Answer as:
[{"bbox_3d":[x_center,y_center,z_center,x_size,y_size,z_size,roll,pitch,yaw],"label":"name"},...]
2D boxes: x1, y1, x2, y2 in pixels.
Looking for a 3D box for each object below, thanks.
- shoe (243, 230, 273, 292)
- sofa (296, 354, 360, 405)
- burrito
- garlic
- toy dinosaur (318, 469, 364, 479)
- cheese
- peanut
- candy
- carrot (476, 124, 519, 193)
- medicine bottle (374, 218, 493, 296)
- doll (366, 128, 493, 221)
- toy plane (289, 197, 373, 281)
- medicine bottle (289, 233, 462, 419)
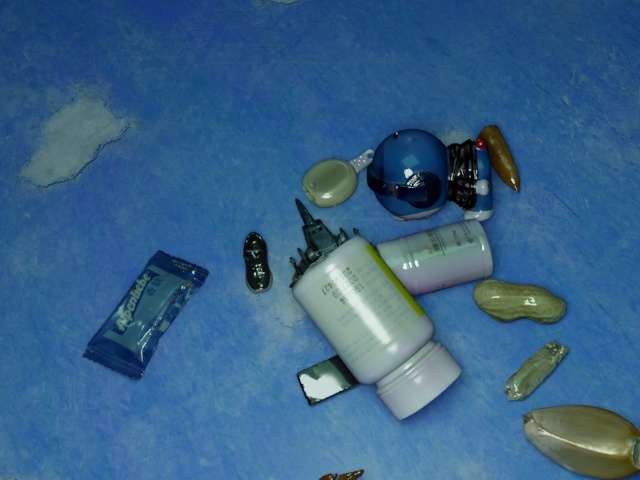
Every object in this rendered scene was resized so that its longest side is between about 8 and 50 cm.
[{"bbox_3d":[-0.165,0.046,1.737,0.071,0.099,0.168,-8,61,-1],"label":"shoe"},{"bbox_3d":[0.025,0.320,1.592,0.147,0.060,0.085,-23,73,-9],"label":"sofa"},{"bbox_3d":[0.486,0.295,1.554,0.188,0.045,0.058,-40,57,-13],"label":"burrito"},{"bbox_3d":[0.542,0.409,1.418,0.245,0.164,0.145,11,75,20],"label":"garlic"},{"bbox_3d":[0.044,0.587,1.415,0.433,0.097,0.208,-21,70,-1],"label":"toy dinosaur"},{"bbox_3d":[0.059,-0.179,1.861,0.228,0.064,0.137,-34,64,-14],"label":"cheese"},{"bbox_3d":[0.467,0.147,1.614,0.215,0.090,0.098,6,68,10],"label":"peanut"},{"bbox_3d":[-0.433,0.180,1.709,0.187,0.077,0.331,20,64,24],"label":"candy"},{"bbox_3d":[0.484,-0.210,1.829,0.072,0.072,0.204,-17,63,-3],"label":"carrot"},{"bbox_3d":[0.270,0.048,1.656,0.254,0.152,0.152,-14,60,-3],"label":"medicine bottle"},{"bbox_3d":[0.272,-0.165,1.735,0.310,0.240,0.284,-3,25,8],"label":"doll"},{"bbox_3d":[-0.001,-0.004,1.744,0.223,0.104,0.326,-25,61,-7],"label":"toy plane"},{"bbox_3d":[0.121,0.189,1.511,0.214,0.213,0.378,-36,83,-13],"label":"medicine bottle"}]
